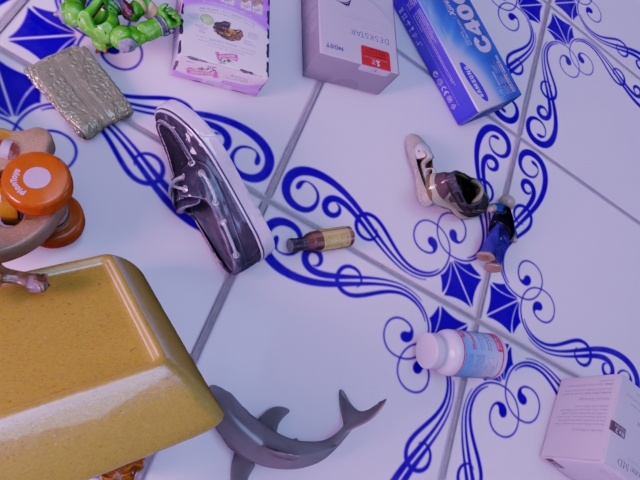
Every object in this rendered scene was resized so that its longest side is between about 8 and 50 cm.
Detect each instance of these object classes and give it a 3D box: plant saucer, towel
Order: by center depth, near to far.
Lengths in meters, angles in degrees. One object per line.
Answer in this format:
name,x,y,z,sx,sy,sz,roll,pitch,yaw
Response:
plant saucer,-0.328,0.131,0.656,0.333,0.080,0.333,-14,38,-30
towel,-0.383,-0.239,0.896,0.148,0.027,0.110,50,58,-4

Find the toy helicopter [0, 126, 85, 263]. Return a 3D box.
toy helicopter,-0.495,-0.124,0.765,0.235,0.140,0.355,-23,75,-22

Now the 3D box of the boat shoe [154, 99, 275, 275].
boat shoe,-0.194,-0.082,0.903,0.102,0.108,0.301,-35,99,-33

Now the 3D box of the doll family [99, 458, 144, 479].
doll family,-0.313,0.269,0.686,0.263,0.163,0.118,31,62,-15

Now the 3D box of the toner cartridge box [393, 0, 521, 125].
toner cartridge box,0.314,-0.452,1.298,0.165,0.075,0.347,-27,87,-30

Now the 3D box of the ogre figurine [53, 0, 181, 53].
ogre figurine,-0.345,-0.375,0.918,0.197,0.097,0.118,36,60,-13

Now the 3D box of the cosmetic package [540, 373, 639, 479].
cosmetic package,0.565,0.386,1.110,0.151,0.151,0.183,35,61,-12

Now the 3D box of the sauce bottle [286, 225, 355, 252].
sauce bottle,0.000,0.000,1.009,0.128,0.042,0.042,-8,78,-27

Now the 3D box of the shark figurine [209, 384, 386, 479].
shark figurine,-0.033,0.308,0.851,0.278,0.116,0.166,8,72,-23

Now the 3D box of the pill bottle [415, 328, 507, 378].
pill bottle,0.263,0.212,1.048,0.160,0.087,0.087,10,70,-25

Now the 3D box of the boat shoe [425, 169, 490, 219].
boat shoe,0.298,-0.093,1.139,0.224,0.073,0.080,13,73,-46

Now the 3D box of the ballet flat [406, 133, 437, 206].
ballet flat,0.221,-0.153,1.166,0.057,0.052,0.168,-3,75,-28

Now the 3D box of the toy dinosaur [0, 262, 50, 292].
toy dinosaur,-0.430,0.019,0.664,0.212,0.064,0.112,36,37,-7

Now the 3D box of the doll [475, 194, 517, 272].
doll,0.388,-0.028,1.211,0.129,0.046,0.189,48,54,-30

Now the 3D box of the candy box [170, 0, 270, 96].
candy box,-0.180,-0.380,1.021,0.165,0.070,0.196,9,69,-25

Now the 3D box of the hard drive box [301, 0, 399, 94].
hard drive box,0.058,-0.439,1.154,0.181,0.089,0.232,6,72,-25
